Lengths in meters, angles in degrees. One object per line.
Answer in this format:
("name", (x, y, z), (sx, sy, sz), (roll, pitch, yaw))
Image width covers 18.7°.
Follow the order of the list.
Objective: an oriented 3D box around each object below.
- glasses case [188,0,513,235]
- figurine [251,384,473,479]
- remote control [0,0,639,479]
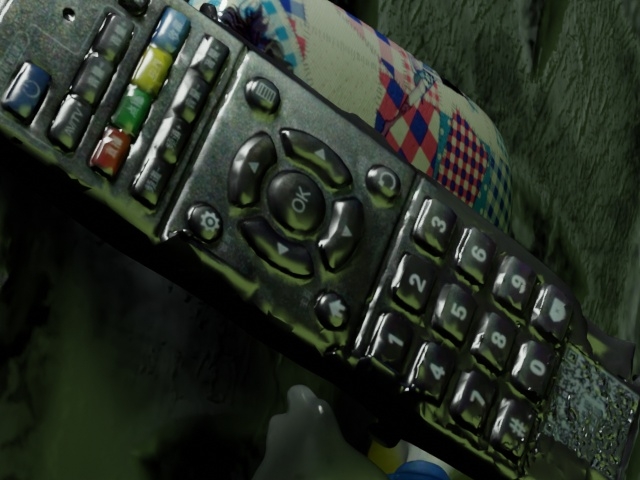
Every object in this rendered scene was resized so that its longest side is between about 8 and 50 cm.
("glasses case", (0.021, -0.050, 1.116), (0.327, 0.076, 0.125), (27, 69, -53))
("figurine", (0.070, 0.172, 1.082), (0.283, 0.205, 0.338), (59, 38, -34))
("remote control", (0.000, 0.000, 0.953), (0.399, 0.062, 0.144), (36, 56, -20))
